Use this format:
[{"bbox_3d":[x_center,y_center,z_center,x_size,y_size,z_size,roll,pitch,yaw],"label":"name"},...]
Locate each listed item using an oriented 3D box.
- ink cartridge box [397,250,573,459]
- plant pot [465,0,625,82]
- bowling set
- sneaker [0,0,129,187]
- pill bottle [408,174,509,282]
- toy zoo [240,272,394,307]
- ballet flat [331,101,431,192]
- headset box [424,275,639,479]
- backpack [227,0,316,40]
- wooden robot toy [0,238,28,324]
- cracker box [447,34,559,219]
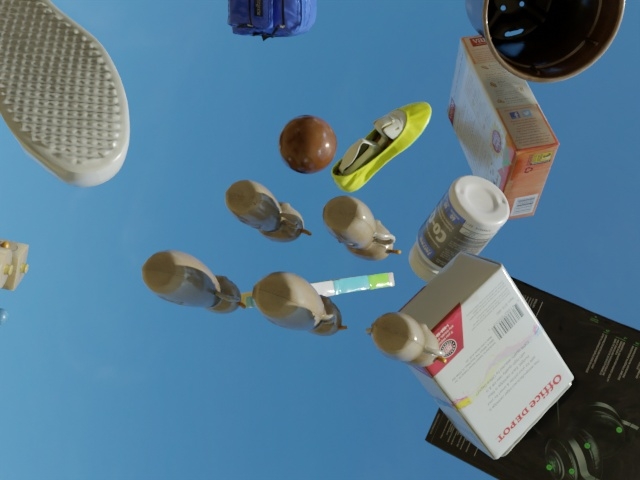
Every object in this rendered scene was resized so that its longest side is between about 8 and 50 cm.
[{"bbox_3d":[0.166,0.120,0.783,0.127,0.175,0.072,-42,-155,-12],"label":"ink cartridge box"},{"bbox_3d":[0.261,-0.294,0.929,0.167,0.167,0.165,-57,-164,17],"label":"plant pot"},{"bbox_3d":[0.000,0.000,0.702,0.287,0.154,0.199,16,-99,19],"label":"bowling set"},{"bbox_3d":[-0.317,-0.174,0.871,0.366,0.135,0.150,54,-21,28],"label":"sneaker"},{"bbox_3d":[0.166,-0.009,0.923,0.078,0.078,0.137,62,-35,27],"label":"pill bottle"},{"bbox_3d":[-0.025,0.099,1.467,0.192,0.293,0.030,-11,-94,51],"label":"toy zoo"},{"bbox_3d":[0.109,-0.183,1.402,0.231,0.077,0.077,-44,-132,11],"label":"ballet flat"},{"bbox_3d":[0.322,0.212,0.971,0.283,0.131,0.246,23,-92,24],"label":"headset box"},{"bbox_3d":[-0.071,-0.339,1.090,0.120,0.101,0.097,9,-63,20],"label":"backpack"},{"bbox_3d":[-0.247,0.041,0.471,0.173,0.079,0.076,-89,-164,-55],"label":"wooden robot toy"},{"bbox_3d":[0.256,-0.165,1.085,0.067,0.155,0.232,-11,-124,-7],"label":"cracker box"}]
